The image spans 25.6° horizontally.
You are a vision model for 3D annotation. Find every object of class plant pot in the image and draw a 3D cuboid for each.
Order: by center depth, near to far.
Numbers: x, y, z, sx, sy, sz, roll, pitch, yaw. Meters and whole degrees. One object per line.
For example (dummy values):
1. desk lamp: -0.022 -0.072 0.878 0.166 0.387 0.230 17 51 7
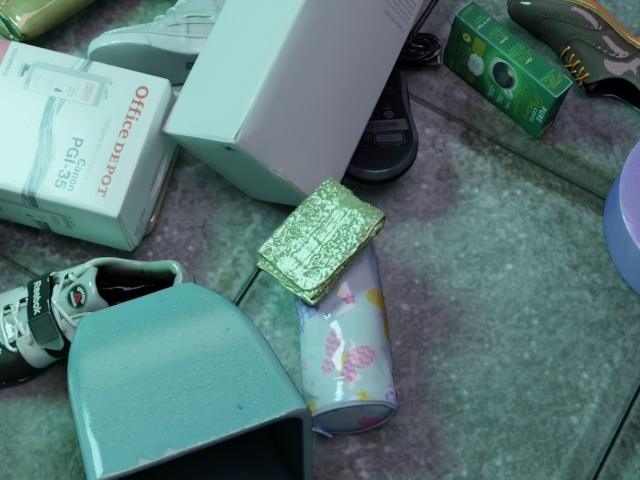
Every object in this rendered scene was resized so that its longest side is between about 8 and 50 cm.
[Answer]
1. plant pot: -0.168 0.198 1.634 0.248 0.247 0.252 -18 53 -13

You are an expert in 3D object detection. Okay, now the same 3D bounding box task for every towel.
1. towel: 0.000 0.000 1.727 0.110 0.027 0.148 37 82 27

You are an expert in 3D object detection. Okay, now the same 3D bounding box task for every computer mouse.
1. computer mouse: 0.075 -0.171 1.922 0.189 0.072 0.272 1 53 1

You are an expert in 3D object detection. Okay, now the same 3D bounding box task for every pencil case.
1. pencil case: 0.021 0.103 1.757 0.124 0.113 0.273 -14 64 10

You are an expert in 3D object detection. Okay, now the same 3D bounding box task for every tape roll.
1. tape roll: 0.521 -0.029 1.875 0.275 0.090 0.274 2 65 -4

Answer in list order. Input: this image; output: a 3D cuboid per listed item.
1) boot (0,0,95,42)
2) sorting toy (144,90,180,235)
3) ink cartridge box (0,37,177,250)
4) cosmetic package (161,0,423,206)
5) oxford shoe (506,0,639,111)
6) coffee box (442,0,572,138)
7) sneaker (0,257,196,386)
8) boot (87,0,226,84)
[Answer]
1. boot: -0.305 -0.349 1.939 0.269 0.089 0.236 -35 40 -21
2. sorting toy: -0.288 -0.119 1.883 0.193 0.038 0.208 14 69 3
3. ink cartridge box: -0.343 -0.128 1.796 0.283 0.117 0.207 14 69 9
4. cosmetic package: -0.023 -0.244 1.813 0.155 0.197 0.365 13 71 45
5. oxford shoe: 0.374 -0.266 1.976 0.271 0.097 0.098 28 71 9
6. coffee box: 0.254 -0.233 1.939 0.184 0.113 0.040 41 65 16
7. sneaker: -0.313 0.081 1.724 0.331 0.146 0.122 -16 68 -10
8. boot: -0.193 -0.288 1.949 0.258 0.095 0.123 0 58 -14
